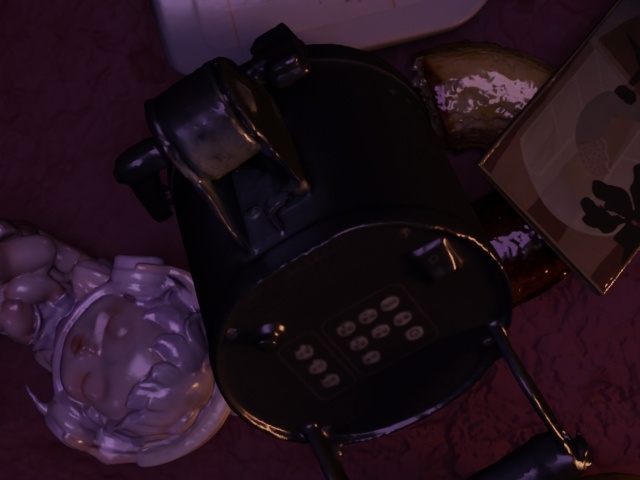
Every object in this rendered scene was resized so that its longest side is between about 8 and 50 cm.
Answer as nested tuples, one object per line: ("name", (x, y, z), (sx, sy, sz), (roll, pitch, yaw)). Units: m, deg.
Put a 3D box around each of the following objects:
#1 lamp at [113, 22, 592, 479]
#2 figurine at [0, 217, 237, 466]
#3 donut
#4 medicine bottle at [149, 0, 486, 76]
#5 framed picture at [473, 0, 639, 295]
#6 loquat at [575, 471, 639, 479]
("lamp", (0.011, 0.002, 0.996), (0.205, 0.272, 0.374), (-31, 114, 11))
("figurine", (-0.164, 0.077, 1.058), (0.237, 0.141, 0.162), (33, 95, 1))
("donut", (0.152, -0.063, 1.079), (0.141, 0.085, 0.217), (-20, 88, 2))
("medicine bottle", (0.028, -0.234, 1.065), (0.324, 0.124, 0.179), (-14, 91, 3))
("framed picture", (0.219, -0.076, 1.042), (0.136, 0.010, 0.201), (46, 69, -10))
("loquat", (0.215, 0.276, 1.023), (0.213, 0.213, 0.213), (0, 90, 1))
